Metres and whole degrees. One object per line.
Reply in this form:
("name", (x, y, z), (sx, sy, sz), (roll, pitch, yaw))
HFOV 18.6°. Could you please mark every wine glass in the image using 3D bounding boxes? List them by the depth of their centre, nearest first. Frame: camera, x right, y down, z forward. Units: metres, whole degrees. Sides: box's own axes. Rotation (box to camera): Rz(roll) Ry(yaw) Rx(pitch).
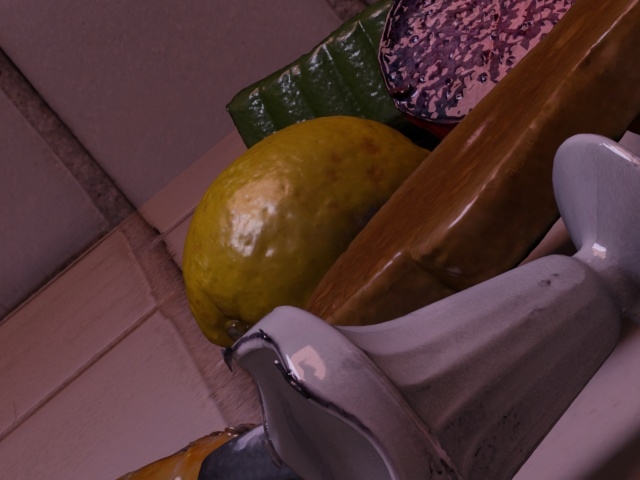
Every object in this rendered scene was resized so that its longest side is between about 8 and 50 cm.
("wine glass", (0.081, 0.058, 0.878), (0.196, 0.165, 0.165), (-34, 8, -14))

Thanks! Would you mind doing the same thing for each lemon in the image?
("lemon", (0.000, 0.000, 1.387), (0.207, 0.170, 0.170), (-41, 10, -22))

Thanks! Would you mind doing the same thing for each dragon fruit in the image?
("dragon fruit", (0.173, -0.149, 1.570), (0.224, 0.148, 0.218), (-23, 47, 27))

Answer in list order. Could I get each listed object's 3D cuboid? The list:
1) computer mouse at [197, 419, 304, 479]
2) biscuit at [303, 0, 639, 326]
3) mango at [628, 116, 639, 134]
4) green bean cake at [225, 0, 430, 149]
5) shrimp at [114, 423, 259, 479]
("computer mouse", (0.043, 0.100, 1.068), (0.229, 0.068, 0.113), (-28, -6, -3))
("biscuit", (0.109, -0.037, 1.136), (0.344, 0.057, 0.287), (-47, 6, 10))
("mango", (0.236, -0.137, 1.319), (0.141, 0.102, 0.217), (-32, 13, 6))
("green bean cake", (0.054, -0.146, 1.854), (0.222, 0.125, 0.248), (-32, -2, 26))
("shrimp", (-0.121, 0.197, 1.245), (0.164, 0.062, 0.317), (-49, 16, -33))
